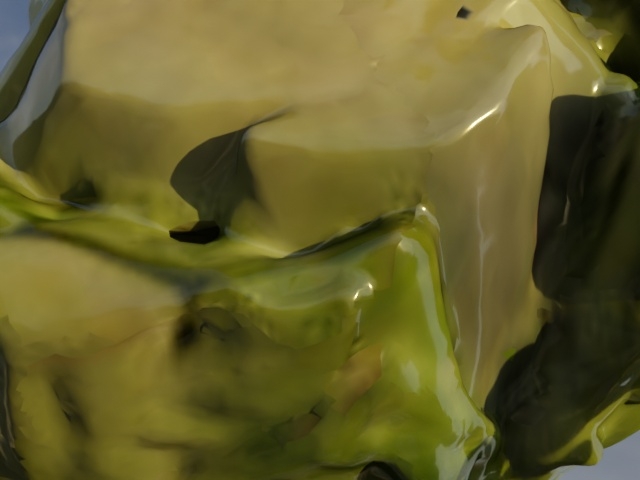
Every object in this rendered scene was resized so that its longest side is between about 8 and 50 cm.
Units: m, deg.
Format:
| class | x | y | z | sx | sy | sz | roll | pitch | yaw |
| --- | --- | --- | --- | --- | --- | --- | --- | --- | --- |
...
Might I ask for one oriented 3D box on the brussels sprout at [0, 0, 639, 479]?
| class | x | y | z | sx | sy | sz | roll | pitch | yaw |
| --- | --- | --- | --- | --- | --- | --- | --- | --- | --- |
| brussels sprout | -0.001 | 0.003 | 0.521 | 0.426 | 0.342 | 0.361 | -12 | -33 | -5 |
